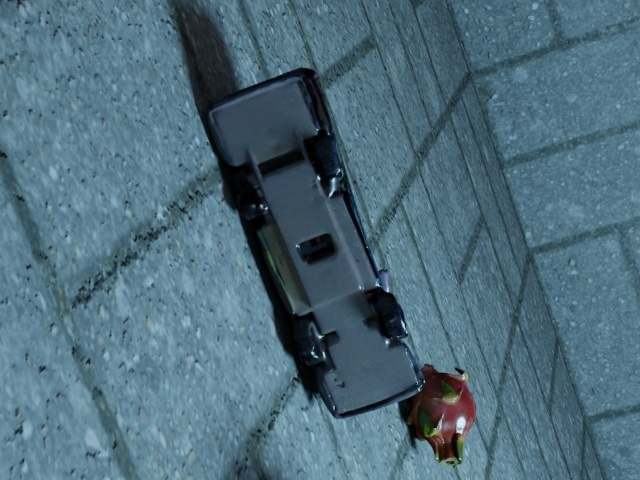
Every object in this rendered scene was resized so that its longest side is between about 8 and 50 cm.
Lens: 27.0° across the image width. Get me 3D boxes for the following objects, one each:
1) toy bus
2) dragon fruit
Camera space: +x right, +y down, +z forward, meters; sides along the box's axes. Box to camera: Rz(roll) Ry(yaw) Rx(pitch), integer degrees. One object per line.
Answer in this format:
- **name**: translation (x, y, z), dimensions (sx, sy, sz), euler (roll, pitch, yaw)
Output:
- **toy bus**: translation (0.000, 0.000, 1.245), dimensions (0.138, 0.112, 0.317), euler (-81, 153, -76)
- **dragon fruit**: translation (0.140, 0.203, 1.539), dimensions (0.086, 0.081, 0.116), euler (70, 12, -51)
